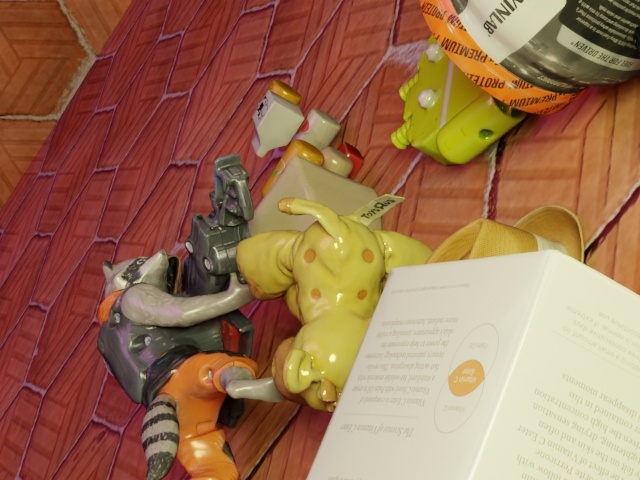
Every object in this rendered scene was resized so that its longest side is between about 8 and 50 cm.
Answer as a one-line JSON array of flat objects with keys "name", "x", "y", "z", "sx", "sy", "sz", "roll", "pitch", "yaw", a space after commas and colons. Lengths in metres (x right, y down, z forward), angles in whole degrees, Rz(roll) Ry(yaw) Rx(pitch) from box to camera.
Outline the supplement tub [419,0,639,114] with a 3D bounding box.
[{"name": "supplement tub", "x": 0.236, "y": -0.259, "z": 1.236, "sx": 0.338, "sy": 0.207, "sz": 0.207, "roll": -46, "pitch": 26, "yaw": 37}]

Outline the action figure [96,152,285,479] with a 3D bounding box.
[{"name": "action figure", "x": -0.136, "y": 0.095, "z": 1.605, "sx": 0.330, "sy": 0.179, "sz": 0.341, "roll": -131, "pitch": 37, "yaw": -51}]

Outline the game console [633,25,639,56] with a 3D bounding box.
[{"name": "game console", "x": 0.294, "y": -0.137, "z": 1.128, "sx": 0.144, "sy": 0.124, "sz": 0.085, "roll": -94, "pitch": 11, "yaw": -56}]

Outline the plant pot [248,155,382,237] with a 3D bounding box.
[{"name": "plant pot", "x": 0.000, "y": 0.000, "z": 1.631, "sx": 0.109, "sy": 0.109, "sz": 0.096, "roll": -54, "pitch": 34, "yaw": 21}]

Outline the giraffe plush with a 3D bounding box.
[{"name": "giraffe plush", "x": 0.018, "y": 0.075, "z": 1.411, "sx": 0.210, "sy": 0.181, "sz": 0.170, "roll": 121, "pitch": 156, "yaw": -65}]

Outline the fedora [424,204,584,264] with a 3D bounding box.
[{"name": "fedora", "x": 0.125, "y": 0.047, "z": 1.296, "sx": 0.194, "sy": 0.079, "sz": 0.194, "roll": -49, "pitch": 24, "yaw": 31}]

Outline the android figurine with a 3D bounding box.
[{"name": "android figurine", "x": 0.157, "y": -0.177, "z": 1.541, "sx": 0.273, "sy": 0.056, "sz": 0.248, "roll": -36, "pitch": 33, "yaw": 46}]

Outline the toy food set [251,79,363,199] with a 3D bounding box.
[{"name": "toy food set", "x": -0.031, "y": -0.080, "z": 1.777, "sx": 0.104, "sy": 0.111, "sz": 0.232, "roll": -56, "pitch": 24, "yaw": 15}]

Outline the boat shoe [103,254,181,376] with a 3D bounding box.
[{"name": "boat shoe", "x": -0.225, "y": 0.091, "z": 2.090, "sx": 0.066, "sy": 0.066, "sz": 0.183, "roll": -34, "pitch": 34, "yaw": 49}]

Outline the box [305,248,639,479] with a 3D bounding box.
[{"name": "box", "x": 0.096, "y": 0.199, "z": 1.049, "sx": 0.215, "sy": 0.168, "sz": 0.345, "roll": -8, "pitch": 56, "yaw": 65}]
